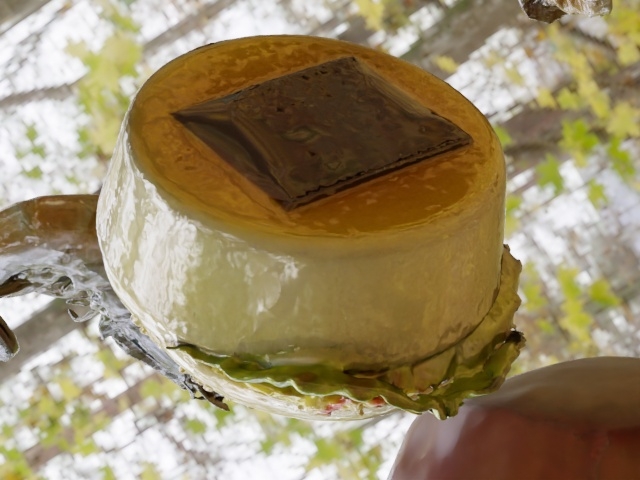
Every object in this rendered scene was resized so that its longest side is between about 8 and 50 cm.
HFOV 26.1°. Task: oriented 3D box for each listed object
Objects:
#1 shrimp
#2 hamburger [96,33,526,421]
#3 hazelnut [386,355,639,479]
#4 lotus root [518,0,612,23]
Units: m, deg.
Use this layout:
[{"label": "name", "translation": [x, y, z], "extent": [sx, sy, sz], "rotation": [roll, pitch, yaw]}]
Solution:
[{"label": "shrimp", "translation": [-0.161, 0.064, 0.983], "extent": [0.296, 0.169, 0.058], "rotation": [62, -165, -52]}, {"label": "hamburger", "translation": [0.000, 0.000, 0.417], "extent": [0.141, 0.081, 0.126], "rotation": [28, -138, 23]}, {"label": "hazelnut", "translation": [0.182, 0.251, 0.907], "extent": [0.366, 0.366, 0.366], "rotation": [54, -167, -19]}, {"label": "lotus root", "translation": [0.203, -0.259, 0.770], "extent": [0.131, 0.303, 0.146], "rotation": [19, 169, 36]}]
